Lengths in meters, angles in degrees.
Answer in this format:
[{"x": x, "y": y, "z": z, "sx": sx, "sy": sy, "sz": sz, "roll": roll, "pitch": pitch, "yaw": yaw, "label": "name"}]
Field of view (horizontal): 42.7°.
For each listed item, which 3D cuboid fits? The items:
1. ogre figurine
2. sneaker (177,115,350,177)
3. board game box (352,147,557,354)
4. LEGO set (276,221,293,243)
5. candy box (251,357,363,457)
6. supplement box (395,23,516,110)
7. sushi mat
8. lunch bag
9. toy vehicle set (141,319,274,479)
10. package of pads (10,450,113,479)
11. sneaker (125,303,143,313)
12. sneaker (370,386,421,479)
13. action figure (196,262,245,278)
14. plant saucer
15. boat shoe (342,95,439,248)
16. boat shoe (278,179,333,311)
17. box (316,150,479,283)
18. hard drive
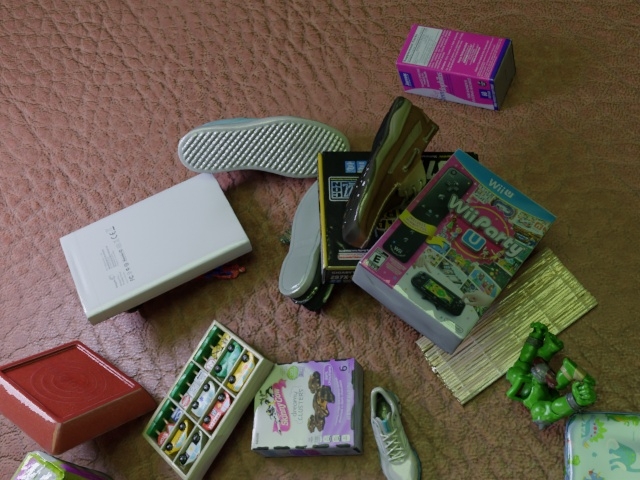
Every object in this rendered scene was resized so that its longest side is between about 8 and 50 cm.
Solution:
[{"x": 0.382, "y": 0.234, "z": 1.394, "sx": 0.118, "sy": 0.097, "sz": 0.197, "roll": -51, "pitch": 49, "yaw": 18, "label": "ogre figurine"}, {"x": -0.119, "y": -0.219, "z": 1.786, "sx": 0.366, "sy": 0.135, "sz": 0.150, "roll": 3, "pitch": 21, "yaw": -2, "label": "sneaker"}, {"x": 0.238, "y": 0.015, "z": 1.460, "sx": 0.224, "sy": 0.097, "sz": 0.303, "roll": 37, "pitch": 67, "yaw": 12, "label": "board game box"}, {"x": -0.050, "y": -0.010, "z": 1.722, "sx": 0.083, "sy": 0.023, "sz": 0.054, "roll": 6, "pitch": 68, "yaw": 6, "label": "LEGO set"}, {"x": -0.023, "y": 0.312, "z": 1.519, "sx": 0.196, "sy": 0.070, "sz": 0.165, "roll": -7, "pitch": 63, "yaw": 15, "label": "candy box"}, {"x": 0.287, "y": -0.369, "z": 1.736, "sx": 0.220, "sy": 0.111, "sz": 0.114, "roll": 17, "pitch": 72, "yaw": 25, "label": "supplement box"}, {"x": 0.340, "y": 0.154, "z": 1.512, "sx": 0.316, "sy": 0.019, "sz": 0.151, "roll": -36, "pitch": 60, "yaw": -2, "label": "sushi mat"}, {"x": 0.481, "y": 0.388, "z": 1.308, "sx": 0.176, "sy": 0.090, "sz": 0.219, "roll": -2, "pitch": 64, "yaw": 18, "label": "lunch bag"}, {"x": -0.218, "y": 0.304, "z": 1.561, "sx": 0.166, "sy": 0.035, "sz": 0.267, "roll": 29, "pitch": 85, "yaw": 42, "label": "toy vehicle set"}, {"x": -0.515, "y": 0.542, "z": 1.473, "sx": 0.101, "sy": 0.229, "sz": 0.296, "roll": 24, "pitch": 74, "yaw": 27, "label": "package of pads"}, {"x": -0.351, "y": 0.053, "z": 1.748, "sx": 0.118, "sy": 0.083, "sz": 0.222, "roll": 4, "pitch": 65, "yaw": 19, "label": "sneaker"}, {"x": 0.122, "y": 0.348, "z": 1.449, "sx": 0.071, "sy": 0.083, "sz": 0.191, "roll": -21, "pitch": 61, "yaw": 5, "label": "sneaker"}, {"x": -0.213, "y": 0.064, "z": 1.732, "sx": 0.115, "sy": 0.030, "sz": 0.038, "roll": -2, "pitch": 59, "yaw": 15, "label": "action figure"}, {"x": -0.492, "y": 0.286, "z": 1.594, "sx": 0.258, "sy": 0.259, "sz": 0.048, "roll": 28, "pitch": 116, "yaw": 28, "label": "plant saucer"}, {"x": 0.140, "y": -0.124, "z": 1.511, "sx": 0.120, "sy": 0.122, "sz": 0.324, "roll": 26, "pitch": 63, "yaw": -5, "label": "boat shoe"}, {"x": 0.000, "y": 0.000, "z": 1.660, "sx": 0.114, "sy": 0.091, "sz": 0.302, "roll": -4, "pitch": 55, "yaw": 42, "label": "boat shoe"}, {"x": 0.157, "y": -0.047, "z": 1.581, "sx": 0.322, "sy": 0.079, "sz": 0.257, "roll": 0, "pitch": 61, "yaw": -5, "label": "box"}, {"x": -0.346, "y": 0.008, "z": 1.709, "sx": 0.353, "sy": 0.047, "sz": 0.233, "roll": -26, "pitch": 53, "yaw": -8, "label": "hard drive"}]
